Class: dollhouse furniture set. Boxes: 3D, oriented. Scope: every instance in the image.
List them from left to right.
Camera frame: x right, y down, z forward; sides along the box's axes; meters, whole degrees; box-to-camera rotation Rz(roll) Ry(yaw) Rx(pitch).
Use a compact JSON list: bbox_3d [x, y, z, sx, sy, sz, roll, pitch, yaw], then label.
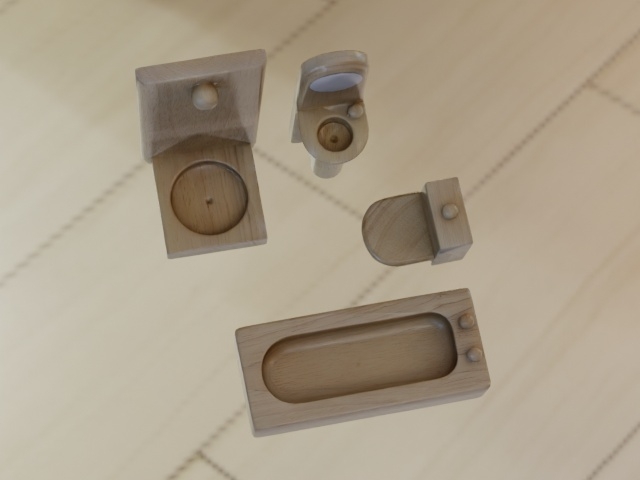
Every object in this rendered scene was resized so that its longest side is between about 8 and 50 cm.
[{"bbox_3d":[0.000,0.000,0.843,0.144,0.123,0.151,-10,76,-7],"label":"dollhouse furniture set"}]
